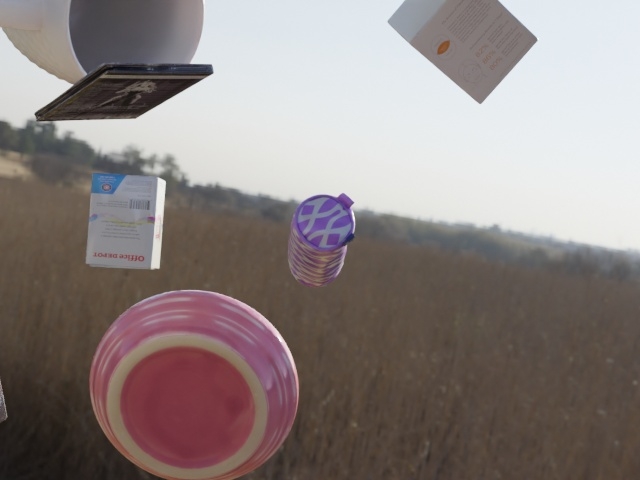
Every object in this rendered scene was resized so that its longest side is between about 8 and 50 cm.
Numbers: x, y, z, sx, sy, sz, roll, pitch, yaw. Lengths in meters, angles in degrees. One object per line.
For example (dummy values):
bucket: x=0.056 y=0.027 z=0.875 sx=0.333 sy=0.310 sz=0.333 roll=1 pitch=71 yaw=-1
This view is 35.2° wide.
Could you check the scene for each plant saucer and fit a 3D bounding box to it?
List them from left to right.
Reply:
plant saucer: x=-0.201 y=0.243 z=1.569 sx=0.332 sy=0.332 sz=0.084 roll=11 pitch=18 yaw=0

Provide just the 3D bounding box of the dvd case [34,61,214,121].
dvd case: x=-0.274 y=-0.204 z=1.392 sx=0.164 sy=0.018 sz=0.221 roll=-7 pitch=-6 yaw=-40

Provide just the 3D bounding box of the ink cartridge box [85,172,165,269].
ink cartridge box: x=-0.257 y=-0.023 z=1.333 sx=0.088 sy=0.123 sz=0.052 roll=4 pitch=-4 yaw=4

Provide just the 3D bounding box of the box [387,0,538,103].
box: x=0.209 y=-0.308 z=1.481 sx=0.170 sy=0.130 sz=0.091 roll=33 pitch=15 yaw=-35

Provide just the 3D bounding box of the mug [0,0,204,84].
mug: x=-0.442 y=-0.399 z=1.706 sx=0.374 sy=0.276 sz=0.328 roll=-15 pitch=28 yaw=-43

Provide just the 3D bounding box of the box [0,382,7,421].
box: x=-0.633 y=0.196 z=1.741 sx=0.183 sy=0.231 sz=0.056 roll=26 pitch=41 yaw=30

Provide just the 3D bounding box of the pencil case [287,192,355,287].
pencil case: x=0.000 y=0.000 z=1.394 sx=0.086 sy=0.088 sz=0.206 roll=37 pitch=-18 yaw=6
